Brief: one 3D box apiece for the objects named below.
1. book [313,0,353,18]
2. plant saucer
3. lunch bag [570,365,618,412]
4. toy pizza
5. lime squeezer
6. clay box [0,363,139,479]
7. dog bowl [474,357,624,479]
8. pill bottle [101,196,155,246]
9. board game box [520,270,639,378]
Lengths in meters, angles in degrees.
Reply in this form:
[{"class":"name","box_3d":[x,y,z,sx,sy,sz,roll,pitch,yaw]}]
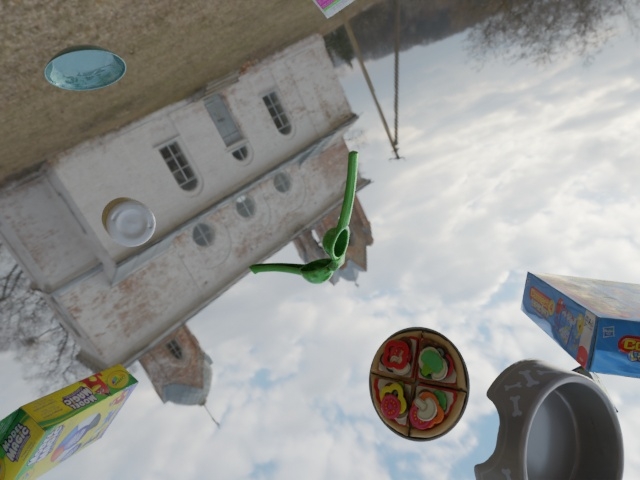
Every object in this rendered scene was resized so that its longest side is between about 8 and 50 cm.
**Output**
[{"class":"book","box_3d":[0.006,-0.547,1.003,0.096,0.144,0.035,-21,-136,35]},{"class":"plant saucer","box_3d":[-0.369,-0.274,0.757,0.119,0.021,0.119,-18,176,-1]},{"class":"lunch bag","box_3d":[0.718,0.444,1.353,0.151,0.096,0.129,-45,-149,32]},{"class":"toy pizza","box_3d":[0.169,0.256,0.872,0.201,0.032,0.202,-15,-115,34]},{"class":"lime squeezer","box_3d":[0.000,0.000,0.757,0.058,0.110,0.310,-12,154,-45]},{"class":"clay box","box_3d":[-0.367,0.264,0.675,0.127,0.053,0.222,-54,171,10]},{"class":"dog bowl","box_3d":[0.467,0.417,0.961,0.348,0.349,0.102,-36,-170,-27]},{"class":"pill bottle","box_3d":[-0.284,-0.030,0.706,0.065,0.065,0.116,-33,-158,-20]},{"class":"board game box","box_3d":[0.549,0.142,0.827,0.301,0.086,0.308,7,-171,3]}]
